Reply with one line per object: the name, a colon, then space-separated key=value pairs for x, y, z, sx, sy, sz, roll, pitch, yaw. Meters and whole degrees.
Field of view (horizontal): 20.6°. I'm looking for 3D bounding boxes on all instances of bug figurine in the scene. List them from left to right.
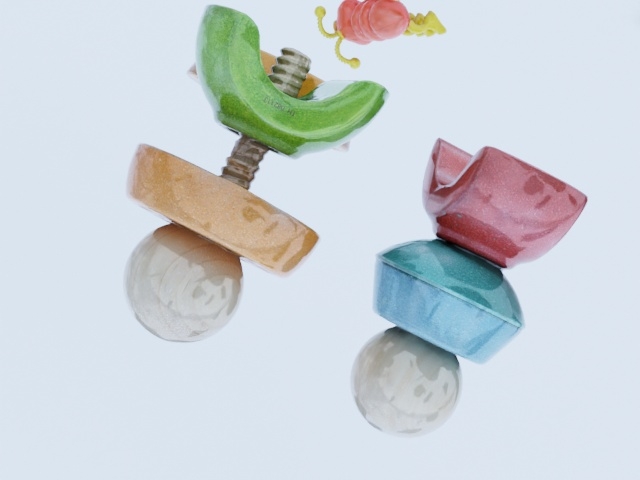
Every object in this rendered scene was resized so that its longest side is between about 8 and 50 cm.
bug figurine: x=0.015 y=-0.258 z=1.398 sx=0.072 sy=0.216 sz=0.279 roll=-45 pitch=-71 yaw=-23

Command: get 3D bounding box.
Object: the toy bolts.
toy bolts: x=0.000 y=0.000 z=0.938 sx=0.228 sy=0.218 sz=0.158 roll=26 pitch=-91 yaw=-11
